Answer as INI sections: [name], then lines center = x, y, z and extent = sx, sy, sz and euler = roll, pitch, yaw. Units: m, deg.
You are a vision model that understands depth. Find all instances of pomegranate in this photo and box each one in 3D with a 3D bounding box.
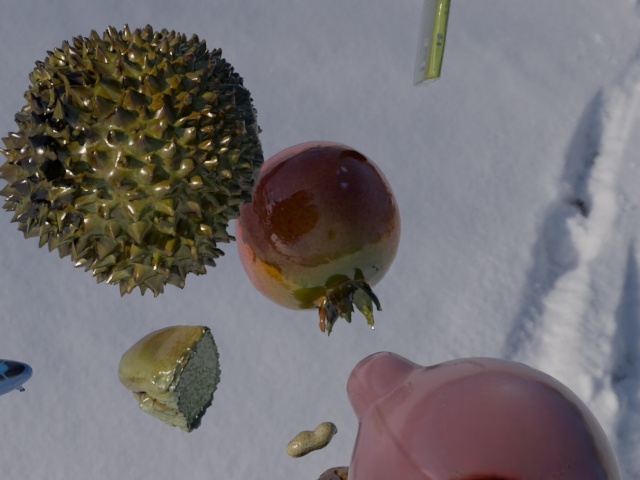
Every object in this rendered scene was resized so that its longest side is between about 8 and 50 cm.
[pomegranate]
center = 0.000, 0.000, 1.290
extent = 0.220, 0.221, 0.257
euler = -8, 61, -29

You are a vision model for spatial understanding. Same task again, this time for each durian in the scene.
[durian]
center = -0.186, -0.087, 0.969
extent = 0.258, 0.258, 0.293
euler = 0, 26, -23

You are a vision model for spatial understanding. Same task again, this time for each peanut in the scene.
[peanut]
center = -0.012, 0.299, 1.521
extent = 0.083, 0.037, 0.037
euler = -25, 59, -14

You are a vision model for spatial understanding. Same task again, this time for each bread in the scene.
[bread]
center = -0.184, 0.151, 1.211
extent = 0.110, 0.156, 0.103
euler = 25, 54, 17

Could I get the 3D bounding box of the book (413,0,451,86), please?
[book]
center = 0.180, -0.400, 1.479
extent = 0.035, 0.352, 0.239
euler = 8, 8, 1

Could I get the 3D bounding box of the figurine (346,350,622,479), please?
[figurine]
center = 0.094, 0.150, 0.609
extent = 0.173, 0.173, 0.173
euler = 12, 45, -12

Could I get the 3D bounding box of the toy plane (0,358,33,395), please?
[toy plane]
center = -0.544, 0.216, 1.471
extent = 0.271, 0.105, 0.254
euler = -8, 63, 0

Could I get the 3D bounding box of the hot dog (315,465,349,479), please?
[hot dog]
center = -0.005, 0.521, 1.523
extent = 0.174, 0.388, 0.267
euler = 31, 8, -32
